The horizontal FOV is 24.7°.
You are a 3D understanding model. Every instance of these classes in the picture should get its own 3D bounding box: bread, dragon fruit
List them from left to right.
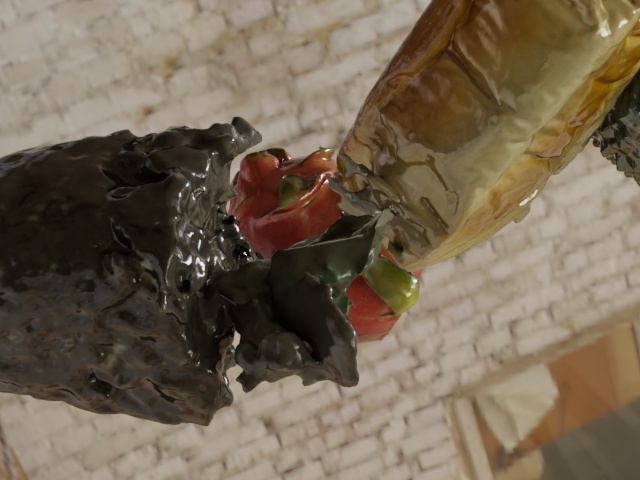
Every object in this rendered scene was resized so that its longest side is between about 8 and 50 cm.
[{"bbox_3d":[0.004,0.004,1.523,0.227,0.224,0.224,22,-146,-10],"label":"dragon fruit"},{"bbox_3d":[0.154,-0.155,1.226,0.183,0.388,0.236,46,-157,16],"label":"bread"}]

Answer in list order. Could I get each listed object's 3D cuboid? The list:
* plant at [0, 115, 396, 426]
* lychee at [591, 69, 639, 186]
[{"bbox_3d":[-0.066,0.018,0.701,0.203,0.131,0.142,1,-143,-1],"label":"plant"},{"bbox_3d":[0.358,-0.161,1.360,0.255,0.255,0.274,14,-154,41],"label":"lychee"}]
